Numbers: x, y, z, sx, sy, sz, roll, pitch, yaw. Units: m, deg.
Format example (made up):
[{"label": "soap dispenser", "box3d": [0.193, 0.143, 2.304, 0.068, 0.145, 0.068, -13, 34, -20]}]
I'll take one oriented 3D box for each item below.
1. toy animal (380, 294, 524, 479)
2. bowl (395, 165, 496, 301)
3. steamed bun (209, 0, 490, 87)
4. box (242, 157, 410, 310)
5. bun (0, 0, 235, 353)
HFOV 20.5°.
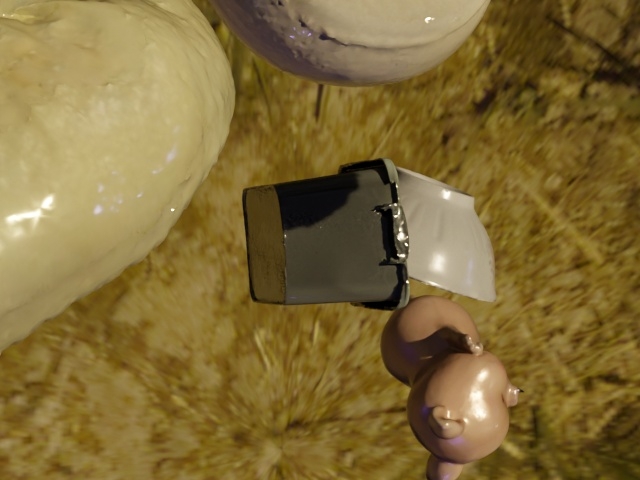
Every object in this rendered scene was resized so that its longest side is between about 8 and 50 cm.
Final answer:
[{"label": "toy animal", "box3d": [0.082, 0.093, 1.182, 0.089, 0.150, 0.083, -34, 128, 14]}, {"label": "bowl", "box3d": [0.088, -0.017, 1.633, 0.189, 0.189, 0.086, 21, 95, 1]}, {"label": "steamed bun", "box3d": [0.016, -0.265, 1.599, 0.283, 0.177, 0.283, 5, 72, -17]}, {"label": "box", "box3d": [0.000, 0.000, 0.985, 0.069, 0.122, 0.084, -7, 90, -14]}, {"label": "bun", "box3d": [-0.133, -0.034, 0.564, 0.222, 0.222, 0.127, -35, 104, -5]}]
